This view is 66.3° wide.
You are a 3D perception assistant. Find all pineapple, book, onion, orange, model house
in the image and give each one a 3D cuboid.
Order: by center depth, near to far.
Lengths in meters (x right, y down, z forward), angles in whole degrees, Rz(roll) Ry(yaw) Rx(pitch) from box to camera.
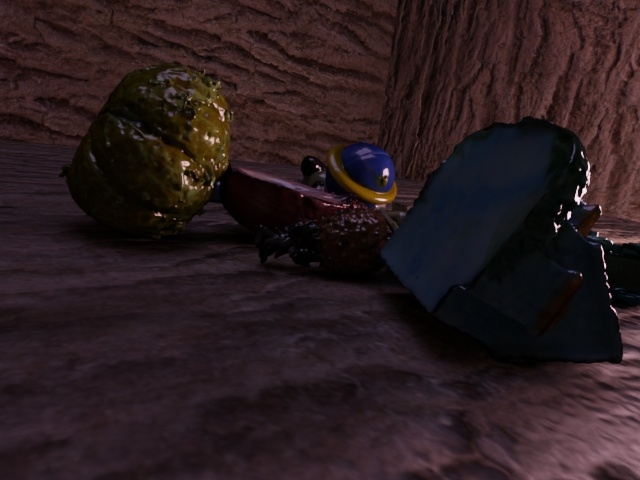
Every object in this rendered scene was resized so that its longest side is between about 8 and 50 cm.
[{"bbox_3d":[0.243,0.023,0.569,0.241,0.226,0.261,36,8,-13],"label":"model house"},{"bbox_3d":[0.000,0.000,0.728,0.197,0.108,0.108,1,12,-2],"label":"pineapple"},{"bbox_3d":[0.135,0.007,0.783,0.012,0.118,0.172,-32,8,7],"label":"book"},{"bbox_3d":[-0.269,-0.148,0.819,0.223,0.301,0.300,33,-11,-36],"label":"orange"},{"bbox_3d":[-0.053,-0.058,0.916,0.283,0.120,0.227,13,11,-9],"label":"onion"}]

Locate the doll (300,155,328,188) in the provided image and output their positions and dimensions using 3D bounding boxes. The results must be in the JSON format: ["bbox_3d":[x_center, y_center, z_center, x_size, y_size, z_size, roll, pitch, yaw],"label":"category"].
[{"bbox_3d":[-0.008,-0.145,1.329,0.135,0.144,0.234,22,6,-5],"label":"doll"}]

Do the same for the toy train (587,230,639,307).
[{"bbox_3d":[0.483,0.044,0.818,0.197,0.108,0.154,13,5,25],"label":"toy train"}]

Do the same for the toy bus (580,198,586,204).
[{"bbox_3d":[0.639,-0.066,1.370,0.109,0.136,0.329,20,16,40],"label":"toy bus"}]

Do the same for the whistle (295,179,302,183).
[{"bbox_3d":[-0.049,-0.211,1.896,0.033,0.033,0.176,1,13,-31],"label":"whistle"}]

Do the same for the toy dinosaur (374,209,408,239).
[{"bbox_3d":[0.188,-0.026,1.025,0.162,0.077,0.294,2,8,9],"label":"toy dinosaur"}]

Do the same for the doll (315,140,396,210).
[{"bbox_3d":[0.094,-0.102,1.115,0.310,0.243,0.160,0,43,-49],"label":"doll"}]

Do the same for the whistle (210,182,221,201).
[{"bbox_3d":[-0.260,-0.131,1.295,0.303,0.062,0.062,6,11,-7],"label":"whistle"}]

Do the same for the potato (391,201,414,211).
[{"bbox_3d":[0.240,-0.072,1.336,0.086,0.061,0.122,2,12,-15],"label":"potato"}]

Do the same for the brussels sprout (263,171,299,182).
[{"bbox_3d":[-0.107,-0.104,1.181,0.139,0.101,0.181,22,14,19],"label":"brussels sprout"}]
